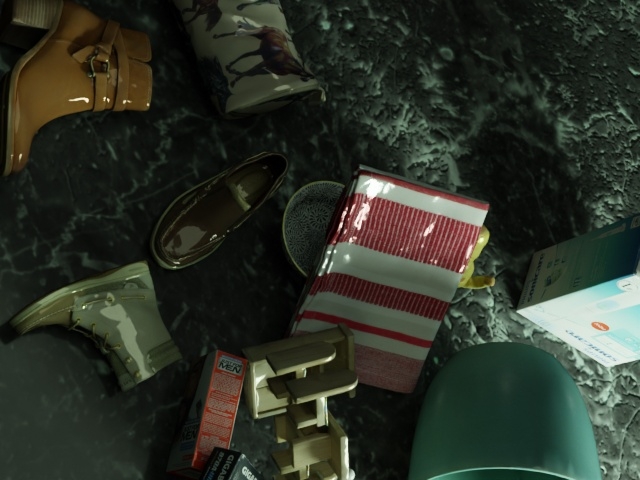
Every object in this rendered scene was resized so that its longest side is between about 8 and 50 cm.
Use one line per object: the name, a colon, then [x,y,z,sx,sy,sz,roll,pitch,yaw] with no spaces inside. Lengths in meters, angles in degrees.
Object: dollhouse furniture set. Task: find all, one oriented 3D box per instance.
dollhouse furniture set: [0.006,0.231,1.653,0.161,0.242,0.212,-12,119,-19]

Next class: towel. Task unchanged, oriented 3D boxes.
towel: [0.096,0.067,1.779,0.237,0.037,0.329,14,107,-23]

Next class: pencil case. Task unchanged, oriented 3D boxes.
pencil case: [-0.138,-0.376,1.821,0.183,0.160,0.410,-21,86,-18]

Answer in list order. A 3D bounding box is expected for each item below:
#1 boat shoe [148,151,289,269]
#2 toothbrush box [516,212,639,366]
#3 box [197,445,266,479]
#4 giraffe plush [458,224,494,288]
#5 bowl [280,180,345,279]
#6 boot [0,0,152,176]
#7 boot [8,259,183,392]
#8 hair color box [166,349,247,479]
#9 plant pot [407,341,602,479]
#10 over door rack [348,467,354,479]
boat shoe: [-0.146,-0.056,1.759,0.095,0.095,0.257,50,58,-8]
toothbrush box: [0.505,0.087,1.968,0.216,0.295,0.126,31,64,-19]
box: [-0.116,0.406,1.601,0.175,0.051,0.220,-63,143,-28]
giraffe plush: [0.156,0.042,1.885,0.170,0.181,0.210,-38,131,-22]
bowl: [0.000,0.000,1.835,0.170,0.080,0.170,9,71,-28]
boot: [-0.353,-0.206,1.696,0.220,0.109,0.283,14,62,-30]
boot: [-0.302,0.132,1.629,0.213,0.077,0.165,-21,89,-35]
hair color box: [-0.159,0.245,1.665,0.053,0.093,0.167,22,65,-23]
plant pot: [0.276,0.295,1.793,0.293,0.293,0.235,22,53,-23]
over door rack: [0.068,0.511,1.667,0.324,0.108,0.239,54,47,-13]
